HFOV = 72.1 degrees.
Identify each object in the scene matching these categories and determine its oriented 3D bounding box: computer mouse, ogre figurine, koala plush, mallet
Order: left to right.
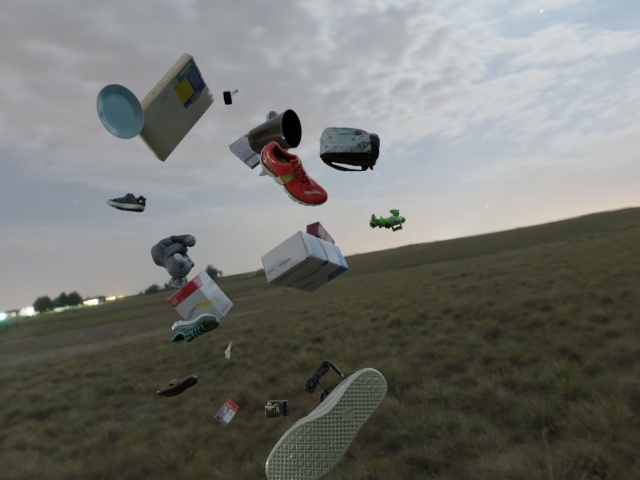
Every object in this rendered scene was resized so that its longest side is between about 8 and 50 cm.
[{"bbox_3d":[-0.670,0.101,2.044,0.203,0.196,0.221,1,33,-32],"label":"koala plush"},{"bbox_3d":[-0.423,-0.702,2.090,0.039,0.063,0.190,0,36,6],"label":"mallet"},{"bbox_3d":[0.056,0.576,1.630,0.060,0.262,0.184,-44,3,36],"label":"computer mouse"},{"bbox_3d":[0.301,-0.084,1.934,0.118,0.097,0.197,-5,-17,29],"label":"ogre figurine"}]

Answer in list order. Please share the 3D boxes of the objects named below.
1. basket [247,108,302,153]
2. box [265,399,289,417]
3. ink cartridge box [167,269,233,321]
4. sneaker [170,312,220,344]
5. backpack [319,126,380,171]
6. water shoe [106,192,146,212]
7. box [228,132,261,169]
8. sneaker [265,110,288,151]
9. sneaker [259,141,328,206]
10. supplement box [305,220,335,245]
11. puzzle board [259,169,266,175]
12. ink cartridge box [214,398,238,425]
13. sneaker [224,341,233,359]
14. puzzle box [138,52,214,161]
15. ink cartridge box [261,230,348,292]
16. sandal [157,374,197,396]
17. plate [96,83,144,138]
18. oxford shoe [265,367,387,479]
[{"bbox_3d":[-0.225,-0.505,2.118,0.226,0.205,0.154,-12,-32,33],"label":"basket"},{"bbox_3d":[-0.176,0.677,1.773,0.083,0.062,0.052,-10,-16,19],"label":"box"},{"bbox_3d":[-0.433,0.227,1.605,0.127,0.176,0.128,-38,7,12],"label":"ink cartridge box"},{"bbox_3d":[-0.378,0.273,1.319,0.166,0.065,0.076,-20,29,16],"label":"sneaker"},{"bbox_3d":[0.086,-0.284,1.352,0.181,0.115,0.152,3,-13,2],"label":"backpack"},{"bbox_3d":[-0.901,-0.182,2.059,0.202,0.080,0.073,10,-15,14],"label":"water shoe"},{"bbox_3d":[-0.387,-0.491,2.409,0.145,0.186,0.038,-43,-14,-25],"label":"box"},{"bbox_3d":[-0.216,-0.604,2.420,0.127,0.322,0.126,-30,-34,33],"label":"sneaker"},{"bbox_3d":[-0.086,-0.223,1.473,0.107,0.279,0.118,-51,-2,-39],"label":"sneaker"},{"bbox_3d":[0.000,0.000,2.365,0.080,0.104,0.188,-17,-45,24],"label":"supplement box"},{"bbox_3d":[-0.193,-0.317,1.841,0.096,0.011,0.128,-2,45,29],"label":"puzzle board"},{"bbox_3d":[-0.397,0.733,1.893,0.029,0.062,0.115,-52,-3,30],"label":"ink cartridge box"},{"bbox_3d":[-0.444,0.529,2.120,0.036,0.084,0.032,4,-10,18],"label":"sneaker"},{"bbox_3d":[-0.651,-0.585,1.955,0.052,0.409,0.272,25,-20,21],"label":"puzzle box"},{"bbox_3d":[-0.064,0.097,1.865,0.223,0.129,0.307,-33,-29,22],"label":"ink cartridge box"},{"bbox_3d":[-0.715,0.721,2.205,0.219,0.060,0.090,-32,-44,10],"label":"sandal"},{"bbox_3d":[-0.702,-0.448,1.539,0.024,0.189,0.188,-2,1,29],"label":"plate"},{"bbox_3d":[0.026,0.570,1.343,0.449,0.169,0.130,-40,-7,-17],"label":"oxford shoe"}]
